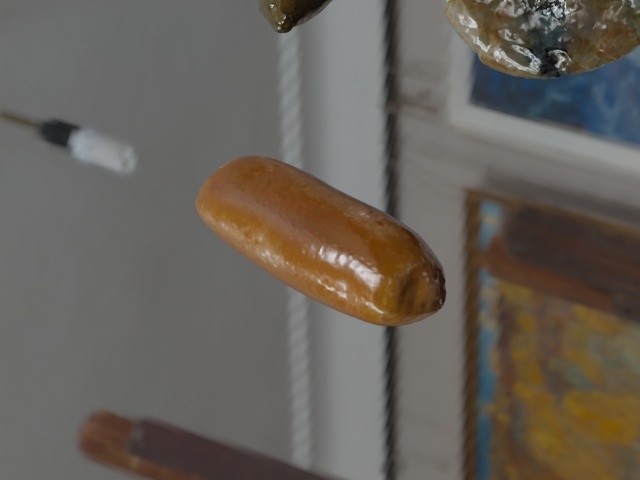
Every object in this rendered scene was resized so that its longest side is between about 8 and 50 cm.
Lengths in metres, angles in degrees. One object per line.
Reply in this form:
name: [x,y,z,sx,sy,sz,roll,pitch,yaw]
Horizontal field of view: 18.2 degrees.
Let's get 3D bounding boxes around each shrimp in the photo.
shrimp: [0.241,-0.299,1.706,0.360,0.247,0.085,-47,-6,19]

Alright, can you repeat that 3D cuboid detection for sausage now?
sausage: [0.000,0.000,1.603,0.098,0.238,0.098,-32,-43,-35]

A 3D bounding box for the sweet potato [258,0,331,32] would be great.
sweet potato: [-0.007,-0.267,1.466,0.108,0.079,0.346,47,-150,-50]
